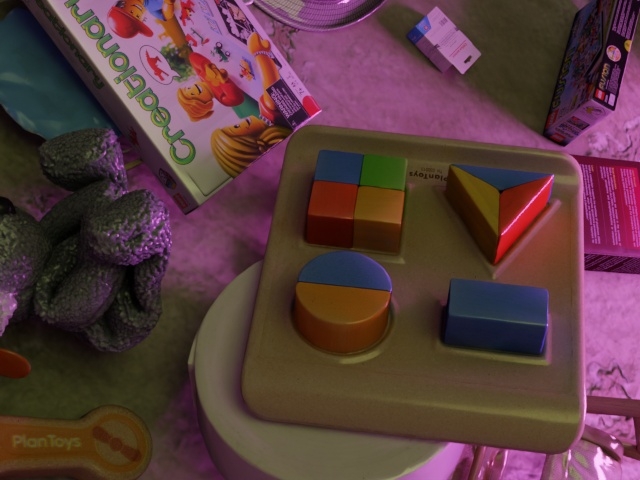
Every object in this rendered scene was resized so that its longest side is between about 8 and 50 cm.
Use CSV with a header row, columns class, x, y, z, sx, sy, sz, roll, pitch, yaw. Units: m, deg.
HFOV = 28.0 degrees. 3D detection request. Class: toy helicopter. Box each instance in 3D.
class,x,y,z,sx,sy,sz,roll,pitch,yaw
toy helicopter,-0.324,0.176,1.193,0.355,0.140,0.235,7,59,-34

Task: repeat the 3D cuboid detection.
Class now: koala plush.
class,x,y,z,sx,sy,sz,roll,pitch,yaw
koala plush,-0.276,0.026,1.212,0.221,0.203,0.196,-10,35,-27

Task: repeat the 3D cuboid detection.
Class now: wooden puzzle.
class,x,y,z,sx,sy,sz,roll,pitch,yaw
wooden puzzle,0.103,0.024,1.266,0.322,0.080,0.348,7,54,3

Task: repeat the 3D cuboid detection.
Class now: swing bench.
class,x,y,z,sx,sy,sz,roll,pitch,yaw
swing bench,0.216,0.284,1.340,0.255,0.165,0.253,10,62,22

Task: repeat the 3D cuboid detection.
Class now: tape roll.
class,x,y,z,sx,sy,sz,roll,pitch,yaw
tape roll,0.014,0.142,1.289,0.286,0.100,0.286,1,54,-1

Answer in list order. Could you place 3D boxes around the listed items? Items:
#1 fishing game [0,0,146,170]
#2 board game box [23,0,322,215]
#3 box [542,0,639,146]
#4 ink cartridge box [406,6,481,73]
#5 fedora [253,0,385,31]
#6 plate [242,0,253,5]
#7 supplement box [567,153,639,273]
class,x,y,z,sx,sy,sz,roll,pitch,yaw
fishing game,-0.271,-0.176,1.378,0.189,0.041,0.264,-35,82,-38
board game box,-0.160,-0.205,1.366,0.193,0.053,0.305,-41,99,-29
box,0.349,-0.230,1.637,0.036,0.114,0.207,26,62,-14
ink cartridge box,0.154,-0.244,1.602,0.083,0.028,0.048,46,60,-3
fedora,0.013,-0.397,1.539,0.244,0.124,0.275,44,60,-4
plate,-0.234,-0.377,1.454,0.277,0.045,0.278,-5,69,-26
supplement box,0.372,-0.030,1.597,0.239,0.073,0.130,5,70,-22
